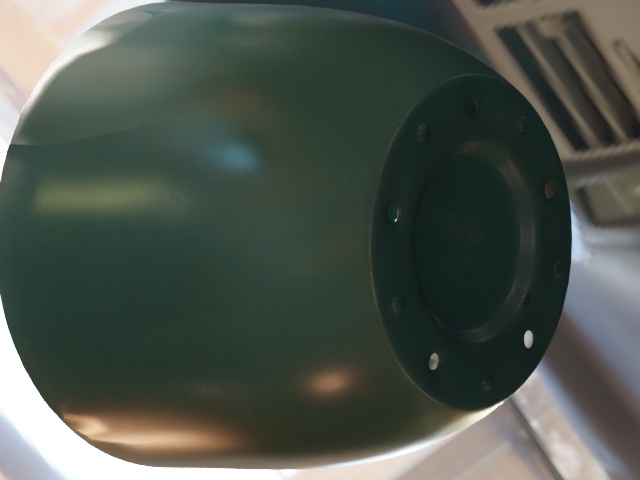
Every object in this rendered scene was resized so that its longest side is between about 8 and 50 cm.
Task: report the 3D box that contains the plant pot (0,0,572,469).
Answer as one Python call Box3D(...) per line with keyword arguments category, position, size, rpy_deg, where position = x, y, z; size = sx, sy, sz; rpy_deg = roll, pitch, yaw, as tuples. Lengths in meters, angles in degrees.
Box3D(category="plant pot", position=(0.000, 0.000, 0.913), size=(0.235, 0.293, 0.293), rpy_deg=(2, 140, 43))
